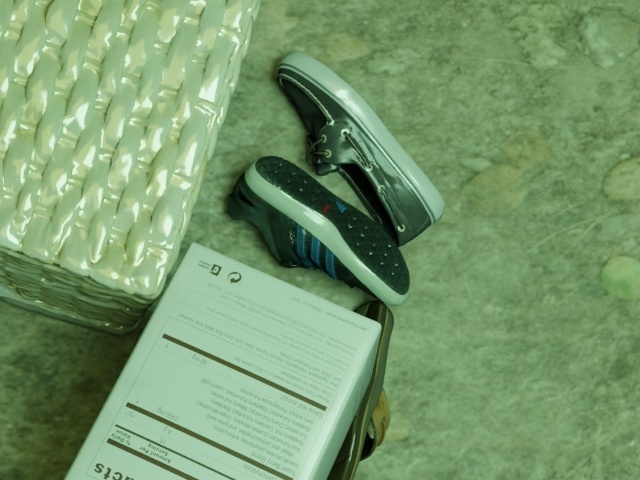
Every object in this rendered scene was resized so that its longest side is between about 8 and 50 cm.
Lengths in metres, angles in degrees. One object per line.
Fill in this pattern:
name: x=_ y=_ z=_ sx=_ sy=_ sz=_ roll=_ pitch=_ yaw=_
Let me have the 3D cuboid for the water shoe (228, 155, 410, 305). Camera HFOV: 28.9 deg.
water shoe: x=0.000 y=0.000 z=1.235 sx=0.203 sy=0.080 sz=0.073 roll=41 pitch=37 yaw=-2

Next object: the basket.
basket: x=-0.254 y=-0.119 z=1.093 sx=0.328 sy=0.266 sz=0.331 roll=20 pitch=78 yaw=-10

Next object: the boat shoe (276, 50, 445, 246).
boat shoe: x=0.026 y=-0.087 z=1.255 sx=0.076 sy=0.080 sz=0.228 roll=-45 pitch=100 yaw=-18

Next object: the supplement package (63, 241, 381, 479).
supplement package: x=-0.089 y=0.186 z=1.019 sx=0.175 sy=0.177 sz=0.293 roll=23 pitch=70 yaw=8

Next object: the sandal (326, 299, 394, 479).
sandal: x=0.035 y=0.167 z=1.219 sx=0.060 sy=0.090 sz=0.219 roll=29 pitch=67 yaw=-30
